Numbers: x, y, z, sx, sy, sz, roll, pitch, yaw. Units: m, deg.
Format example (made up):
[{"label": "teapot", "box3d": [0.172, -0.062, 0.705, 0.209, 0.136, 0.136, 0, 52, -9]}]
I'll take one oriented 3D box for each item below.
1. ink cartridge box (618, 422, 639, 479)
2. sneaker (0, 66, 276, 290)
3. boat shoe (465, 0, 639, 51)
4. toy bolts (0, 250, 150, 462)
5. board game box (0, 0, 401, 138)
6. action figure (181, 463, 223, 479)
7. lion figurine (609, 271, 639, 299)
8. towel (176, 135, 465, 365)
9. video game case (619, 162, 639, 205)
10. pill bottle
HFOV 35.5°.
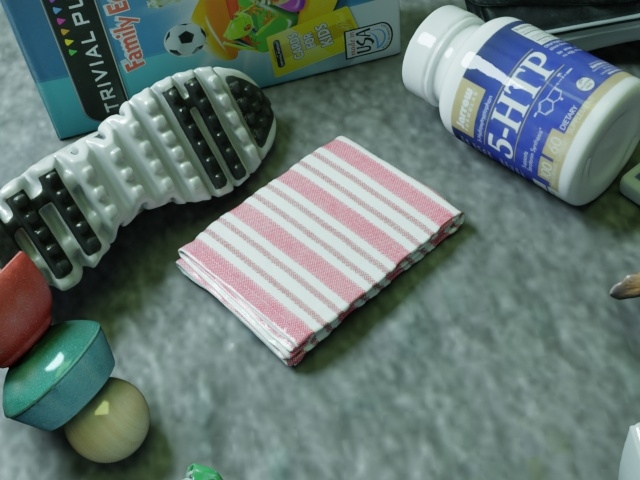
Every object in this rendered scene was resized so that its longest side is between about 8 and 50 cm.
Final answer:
[{"label": "ink cartridge box", "box3d": [0.274, 0.204, 0.575, 0.153, 0.087, 0.208, -6, 52, 2]}, {"label": "sneaker", "box3d": [-0.164, -0.059, 0.828, 0.292, 0.110, 0.118, -33, 18, -32]}, {"label": "boat shoe", "box3d": [0.283, -0.246, 0.857, 0.335, 0.119, 0.121, -18, 57, 15]}, {"label": "toy bolts", "box3d": [-0.232, 0.144, 0.678, 0.158, 0.218, 0.228, 47, 62, -14]}, {"label": "board game box", "box3d": [-0.102, -0.238, 0.863, 0.336, 0.254, 0.079, -16, 52, -5]}, {"label": "action figure", "box3d": [-0.128, 0.228, 0.598, 0.063, 0.137, 0.232, 48, 51, -11]}, {"label": "lion figurine", "box3d": [0.423, -0.001, 0.678, 0.392, 0.142, 0.240, -36, 63, 0]}, {"label": "towel", "box3d": [0.000, 0.000, 0.809, 0.197, 0.029, 0.144, -37, 57, -24]}, {"label": "video game case", "box3d": [0.378, -0.048, 0.804, 0.201, 0.023, 0.183, -35, 56, -19]}, {"label": "pill bottle", "box3d": [0.164, -0.119, 0.828, 0.186, 0.112, 0.112, 35, 63, 29]}]
